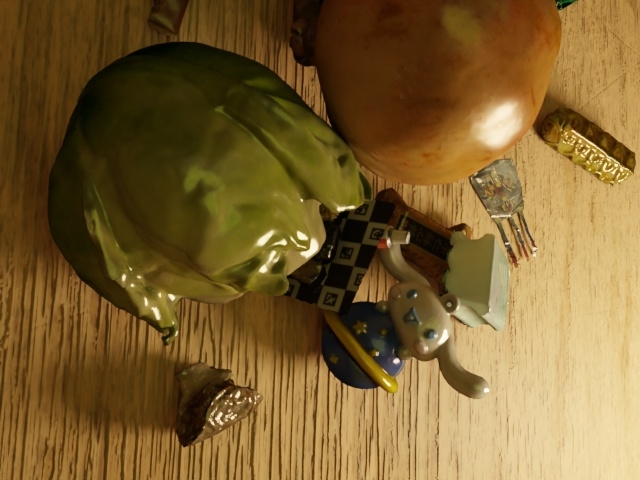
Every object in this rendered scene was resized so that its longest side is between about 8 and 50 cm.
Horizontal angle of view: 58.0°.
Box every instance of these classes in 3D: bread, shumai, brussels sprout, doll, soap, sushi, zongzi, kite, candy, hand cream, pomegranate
[{"bbox_3d":[-0.255,-0.464,0.989,0.088,0.049,0.226,20,78,-23],"label":"bread"},{"bbox_3d":[-0.181,0.252,0.926,0.146,0.145,0.116,-23,77,-26],"label":"shumai"},{"bbox_3d":[-0.173,-0.102,0.828,0.425,0.342,0.361,-38,108,-27],"label":"brussels sprout"},{"bbox_3d":[0.141,0.186,1.013,0.243,0.159,0.311,-40,66,-9],"label":"doll"},{"bbox_3d":[0.635,-0.224,1.375,0.270,0.098,0.087,26,33,-21],"label":"bread"},{"bbox_3d":[0.309,0.087,1.115,0.261,0.094,0.150,32,69,-61],"label":"soap"},{"bbox_3d":[0.000,0.000,0.993,0.050,0.192,0.215,46,63,-54],"label":"sushi"},{"bbox_3d":[0.038,-0.410,1.108,0.176,0.078,0.160,-3,85,-29],"label":"zongzi"},{"bbox_3d":[0.423,-0.064,1.297,0.141,0.015,0.245,-23,95,-23],"label":"kite"},{"bbox_3d":[0.202,-0.004,1.141,0.271,0.101,0.143,25,84,-28],"label":"candy"},{"bbox_3d":[0.053,-0.006,1.025,0.052,0.216,0.038,-64,144,-37],"label":"hand cream"},{"bbox_3d":[0.151,-0.295,0.882,0.412,0.411,0.411,3,84,-26],"label":"pomegranate"}]

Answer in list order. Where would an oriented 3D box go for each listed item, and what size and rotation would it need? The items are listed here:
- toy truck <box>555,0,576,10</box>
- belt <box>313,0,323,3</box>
[{"bbox_3d":[0.569,-0.637,1.384,0.065,0.079,0.147,-17,94,-25],"label":"toy truck"},{"bbox_3d":[0.090,-0.537,1.052,0.295,0.160,0.206,-17,69,-41],"label":"belt"}]
